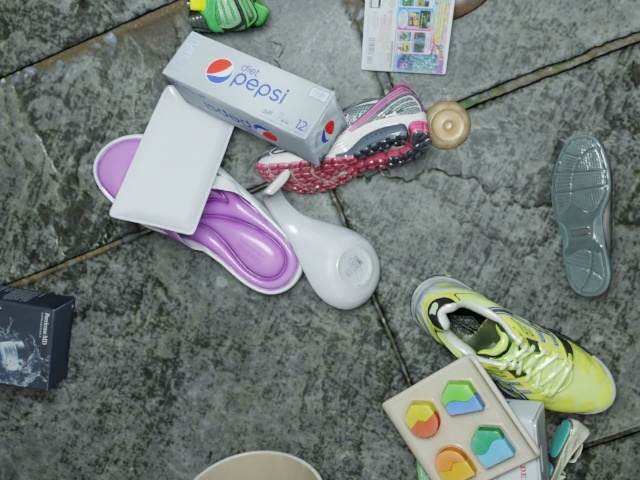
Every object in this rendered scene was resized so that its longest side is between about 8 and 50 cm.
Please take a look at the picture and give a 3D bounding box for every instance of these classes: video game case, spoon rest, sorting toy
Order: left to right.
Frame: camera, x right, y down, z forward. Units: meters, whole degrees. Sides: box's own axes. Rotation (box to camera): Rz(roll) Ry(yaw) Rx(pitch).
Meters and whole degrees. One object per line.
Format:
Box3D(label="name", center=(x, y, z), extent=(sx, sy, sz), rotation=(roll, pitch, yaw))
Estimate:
Box3D(label="spoon rest", center=(0.000, 0.000, 1.190), extent=(0.137, 0.084, 0.276), rotation=(-48, 110, -21))
Box3D(label="video game case", center=(0.142, -0.353, 1.142), extent=(0.143, 0.019, 0.157), rotation=(4, 122, 4))
Box3D(label="sorting toy", center=(0.222, 0.311, 1.143), extent=(0.208, 0.038, 0.193), rotation=(-38, 83, 30))

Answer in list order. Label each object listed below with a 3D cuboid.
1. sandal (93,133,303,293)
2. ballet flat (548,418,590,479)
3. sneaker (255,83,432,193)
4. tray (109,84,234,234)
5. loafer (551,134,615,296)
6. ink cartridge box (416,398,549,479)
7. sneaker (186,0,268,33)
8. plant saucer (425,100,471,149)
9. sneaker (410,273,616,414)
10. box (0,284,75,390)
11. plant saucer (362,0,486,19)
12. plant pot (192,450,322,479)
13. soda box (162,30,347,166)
Box3D(label="sandal", center=(-0.207, -0.052, 1.203), extent=(0.416, 0.102, 0.169), rotation=(30, 100, 0))
Box3D(label="ballet flat", center=(0.428, 0.399, 1.251), extent=(0.052, 0.057, 0.168), rotation=(26, 100, -10))
Box3D(label="sneaker", center=(0.034, -0.163, 1.173), extent=(0.299, 0.121, 0.112), rotation=(-15, 65, 12))
Box3D(label="tray", center=(-0.234, -0.136, 1.167), extent=(0.145, 0.030, 0.270), rotation=(13, 65, 8))
Box3D(label="loafer", center=(0.450, -0.043, 1.177), extent=(0.096, 0.084, 0.268), rotation=(0, 96, 36))
Box3D(label="ink cartridge box", center=(0.277, 0.356, 1.201), extent=(0.212, 0.093, 0.154), rotation=(-3, 99, 30))
Box3D(label="sneaker", center=(-0.137, -0.511, 1.126), extent=(0.146, 0.134, 0.344), rotation=(2, 108, -3))
Box3D(label="plant saucer", center=(0.216, -0.197, 1.191), extent=(0.083, 0.015, 0.083), rotation=(1, 99, 4))
Box3D(label="sneaker", center=(0.325, 0.198, 1.180), extent=(0.384, 0.147, 0.145), rotation=(26, 98, -1))
Box3D(label="box", center=(-0.546, 0.175, 1.272), extent=(0.158, 0.093, 0.156), rotation=(9, 100, 2))
Box3D(label="plant saucer", center=(0.173, -0.511, 1.130), extent=(0.310, 0.050, 0.311), rotation=(1, 100, 4))
Box3D(label="plant pot", center=(-0.107, 0.567, 1.242), extent=(0.256, 0.256, 0.274), rotation=(-2, 115, 5))
Box3D(label="soda box", center=(-0.105, -0.228, 1.113), extent=(0.286, 0.098, 0.091), rotation=(28, 79, 22))
